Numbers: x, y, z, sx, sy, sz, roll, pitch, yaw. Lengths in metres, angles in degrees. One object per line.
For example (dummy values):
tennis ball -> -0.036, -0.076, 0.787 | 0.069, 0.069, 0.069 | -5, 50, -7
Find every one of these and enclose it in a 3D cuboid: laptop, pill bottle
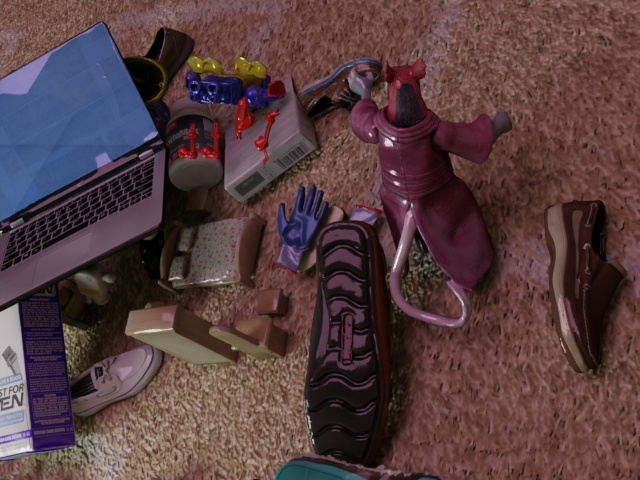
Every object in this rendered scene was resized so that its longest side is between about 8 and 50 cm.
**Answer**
laptop -> -0.495, -0.132, 1.721 | 0.382, 0.236, 0.408 | -26, 34, 12
pill bottle -> -0.257, -0.197, 1.926 | 0.108, 0.108, 0.180 | -30, 51, 23

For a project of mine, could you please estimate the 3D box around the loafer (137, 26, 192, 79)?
loafer -> -0.390, -0.374, 2.146 | 0.094, 0.087, 0.251 | 28, 86, 44

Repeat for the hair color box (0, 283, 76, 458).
hair color box -> -0.577, 0.238, 1.818 | 0.185, 0.110, 0.338 | -19, 74, 35

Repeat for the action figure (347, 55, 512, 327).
action figure -> 0.124, -0.098, 1.375 | 0.248, 0.370, 0.275 | 8, 51, 27

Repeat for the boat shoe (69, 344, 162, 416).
boat shoe -> -0.401, 0.264, 1.805 | 0.226, 0.076, 0.083 | -37, 48, 17

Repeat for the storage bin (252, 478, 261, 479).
storage bin -> -0.056, 0.447, 1.390 | 0.084, 0.122, 0.180 | -48, 46, 8

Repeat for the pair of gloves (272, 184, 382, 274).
pair of gloves -> 0.006, -0.005, 1.619 | 0.198, 0.023, 0.159 | 19, 84, 23

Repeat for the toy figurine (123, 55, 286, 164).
toy figurine -> -0.200, -0.265, 1.853 | 0.363, 0.217, 0.191 | 6, 104, 23

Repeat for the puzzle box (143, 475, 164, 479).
puzzle box -> -0.395, 0.615, 1.622 | 0.409, 0.052, 0.272 | -35, 49, 19

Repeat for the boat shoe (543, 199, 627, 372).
boat shoe -> 0.364, 0.051, 1.295 | 0.095, 0.095, 0.257 | -15, 57, 25

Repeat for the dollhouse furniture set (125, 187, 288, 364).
dollhouse furniture set -> -0.198, 0.024, 1.708 | 0.303, 0.174, 0.355 | -8, 62, 36

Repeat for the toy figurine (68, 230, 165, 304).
toy figurine -> -0.415, -0.001, 1.864 | 0.210, 0.148, 0.213 | -24, 42, -19

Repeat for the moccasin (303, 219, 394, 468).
moccasin -> 0.047, 0.161, 1.460 | 0.139, 0.147, 0.380 | -8, 80, 19

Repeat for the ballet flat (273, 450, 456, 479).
ballet flat -> 0.115, 0.378, 1.286 | 0.409, 0.147, 0.147 | 11, 73, 39

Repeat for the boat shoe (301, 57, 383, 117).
boat shoe -> 0.042, -0.275, 1.763 | 0.183, 0.066, 0.066 | -23, 58, 40

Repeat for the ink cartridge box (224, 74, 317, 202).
ink cartridge box -> -0.102, -0.199, 1.856 | 0.189, 0.066, 0.232 | -36, 28, 19

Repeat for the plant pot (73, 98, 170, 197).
plant pot -> -0.439, -0.195, 1.994 | 0.236, 0.236, 0.212 | -42, 54, 13

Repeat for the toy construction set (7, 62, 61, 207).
toy construction set -> -0.648, -0.251, 2.183 | 0.257, 0.237, 0.308 | -17, 57, 31

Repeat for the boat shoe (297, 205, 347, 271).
boat shoe -> 0.001, 0.001, 1.653 | 0.049, 0.042, 0.133 | 36, 91, 22

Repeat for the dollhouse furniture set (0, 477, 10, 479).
dollhouse furniture set -> -0.652, 0.576, 1.826 | 0.212, 0.161, 0.242 | 4, 47, 40

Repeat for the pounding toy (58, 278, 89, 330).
pounding toy -> -0.553, 0.066, 1.986 | 0.269, 0.154, 0.154 | 23, 82, 44
